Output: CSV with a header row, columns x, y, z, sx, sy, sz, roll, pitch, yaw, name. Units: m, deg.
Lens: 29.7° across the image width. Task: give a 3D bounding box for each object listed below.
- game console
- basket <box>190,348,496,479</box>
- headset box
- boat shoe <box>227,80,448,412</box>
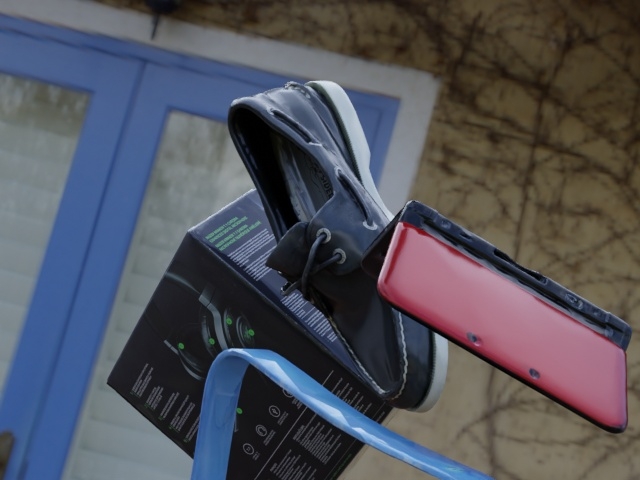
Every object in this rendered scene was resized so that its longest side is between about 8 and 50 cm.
x,y,z,sx,sy,sz,roll,pitch,yaw,name
0.086,0.052,0.651,0.144,0.085,0.124,31,-28,-4,game console
-0.014,0.225,0.659,0.201,0.288,0.255,3,13,-35,basket
-0.059,0.123,1.252,0.283,0.246,0.131,39,37,10,headset box
0.002,-0.003,1.023,0.113,0.340,0.127,0,-33,-30,boat shoe
